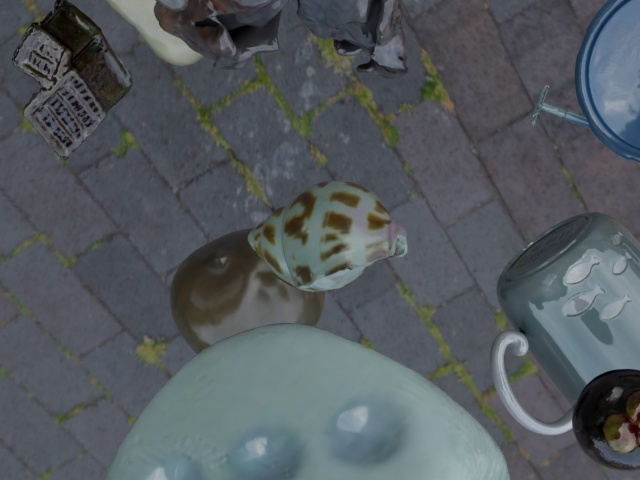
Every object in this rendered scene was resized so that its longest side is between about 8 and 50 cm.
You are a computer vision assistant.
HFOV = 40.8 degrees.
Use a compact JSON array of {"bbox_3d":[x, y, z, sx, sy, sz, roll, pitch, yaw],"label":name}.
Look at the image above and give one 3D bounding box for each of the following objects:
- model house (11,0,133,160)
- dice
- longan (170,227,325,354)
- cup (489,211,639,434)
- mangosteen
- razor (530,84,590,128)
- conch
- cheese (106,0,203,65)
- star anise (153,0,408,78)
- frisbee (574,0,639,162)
[{"bbox_3d":[-0.318,-0.187,1.049,0.106,0.152,0.165,-10,128,36],"label":"model house"},{"bbox_3d":[-0.009,0.249,0.729,0.262,0.268,0.264,-51,143,-26],"label":"dice"},{"bbox_3d":[-0.174,0.129,2.018,0.361,0.361,0.361,-3,118,-5],"label":"longan"},{"bbox_3d":[0.417,0.145,1.421,0.357,0.259,0.274,-39,94,-17],"label":"cup"},{"bbox_3d":[0.396,0.229,1.095,0.137,0.151,0.137,1,83,-7],"label":"mangosteen"},{"bbox_3d":[0.431,-0.210,1.466,0.135,0.068,0.040,21,159,4],"label":"razor"},{"bbox_3d":[0.001,0.000,1.613,0.368,0.249,0.197,-31,91,41],"label":"conch"},{"bbox_3d":[-0.229,-0.403,0.969,0.129,0.351,0.328,-29,131,18],"label":"cheese"},{"bbox_3d":[-0.005,-0.152,0.455,0.198,0.257,0.110,-16,81,-12],"label":"star anise"},{"bbox_3d":[0.514,-0.246,1.236,0.289,0.049,0.289,0,89,30],"label":"frisbee"}]
